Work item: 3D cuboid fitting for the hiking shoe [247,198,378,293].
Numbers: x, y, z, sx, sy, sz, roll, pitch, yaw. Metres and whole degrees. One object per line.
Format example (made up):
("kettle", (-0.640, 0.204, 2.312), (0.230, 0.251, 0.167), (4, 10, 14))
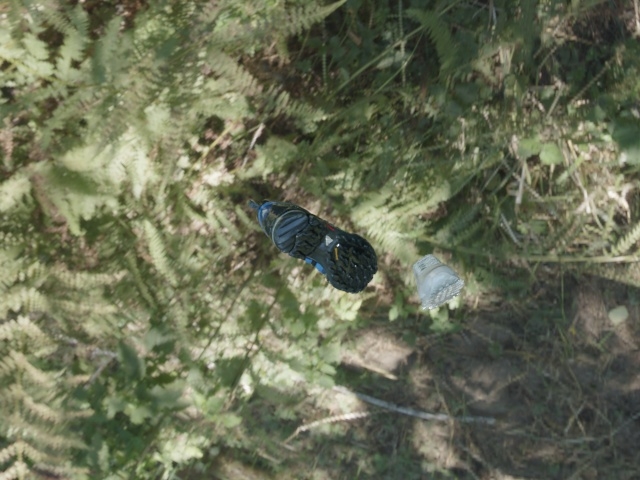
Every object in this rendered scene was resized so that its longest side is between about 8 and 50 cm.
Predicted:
("hiking shoe", (0.000, 0.000, 1.498), (0.113, 0.132, 0.304), (-51, 135, 2))

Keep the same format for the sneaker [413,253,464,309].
("sneaker", (0.209, 0.071, 1.452), (0.090, 0.235, 0.094), (-26, 78, 1))
